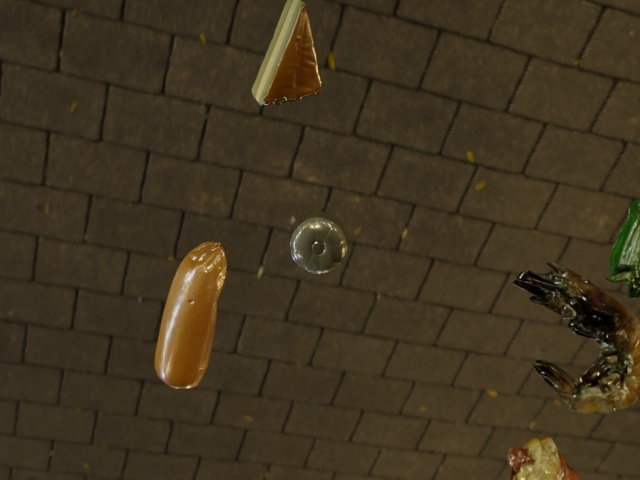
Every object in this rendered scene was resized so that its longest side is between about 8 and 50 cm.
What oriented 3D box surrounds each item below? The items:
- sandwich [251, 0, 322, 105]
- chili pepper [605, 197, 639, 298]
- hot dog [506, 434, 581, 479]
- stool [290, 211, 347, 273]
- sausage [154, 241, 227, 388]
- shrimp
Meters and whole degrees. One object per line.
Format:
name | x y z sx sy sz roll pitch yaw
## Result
sandwich | -0.072 -0.327 1.363 0.113 0.079 0.163 -19 125 -11
chili pepper | 0.537 0.002 1.326 0.098 0.061 0.224 50 63 -19
hot dog | 0.388 0.433 1.400 0.103 0.146 0.213 2 135 48
stool | 0.000 0.000 1.342 0.096 0.110 0.096 1 105 5
sausage | -0.286 0.159 1.739 0.116 0.134 0.354 1 115 -31
shrimp | 0.509 0.203 1.554 0.364 0.071 0.233 33 88 -11
